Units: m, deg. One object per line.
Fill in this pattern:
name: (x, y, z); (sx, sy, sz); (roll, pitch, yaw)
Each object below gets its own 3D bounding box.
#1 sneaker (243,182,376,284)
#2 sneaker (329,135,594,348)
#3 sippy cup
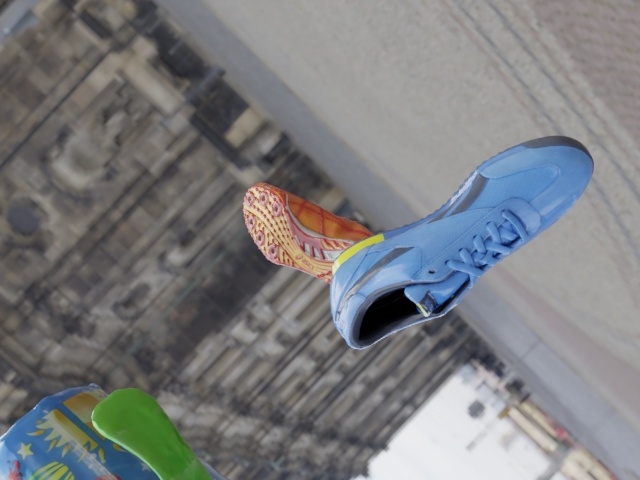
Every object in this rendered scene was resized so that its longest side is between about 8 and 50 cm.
sneaker: (0.000, 0.000, 1.057); (0.175, 0.064, 0.067); (33, -154, 30)
sneaker: (0.099, 0.009, 0.805); (0.069, 0.209, 0.082); (48, -161, -31)
sippy cup: (-0.200, 0.264, 1.114); (0.224, 0.305, 0.240); (41, -168, 17)
